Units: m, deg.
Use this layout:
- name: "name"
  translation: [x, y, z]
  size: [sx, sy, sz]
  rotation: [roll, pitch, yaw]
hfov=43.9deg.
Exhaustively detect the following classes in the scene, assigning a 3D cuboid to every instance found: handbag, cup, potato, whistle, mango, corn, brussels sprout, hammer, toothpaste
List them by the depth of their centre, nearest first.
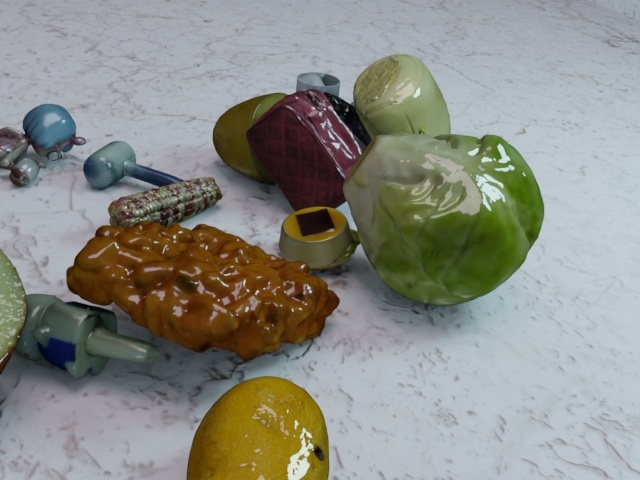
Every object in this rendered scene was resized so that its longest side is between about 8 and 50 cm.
- name: "mango"
  translation: [-0.073, 0.253, 0.858]
  size: [0.157, 0.109, 0.262]
  rotation: [21, 36, 5]
- name: "whistle"
  translation: [-0.324, 0.125, 1.033]
  size: [0.244, 0.092, 0.110]
  rotation: [12, -1, 17]
- name: "brussels sprout"
  translation: [0.189, -0.037, 1.244]
  size: [0.317, 0.273, 0.242]
  rotation: [8, -12, -2]
- name: "corn"
  translation: [-0.267, -0.064, 1.391]
  size: [0.079, 0.079, 0.237]
  rotation: [27, 35, 31]
- name: "handbag"
  translation: [-0.019, -0.163, 1.482]
  size: [0.225, 0.146, 0.135]
  rotation: [54, 37, -4]
- name: "hammer"
  translation: [-0.342, -0.126, 1.499]
  size: [0.194, 0.069, 0.116]
  rotation: [19, 31, 10]
- name: "potato"
  translation: [-0.138, -0.209, 1.604]
  size: [0.158, 0.178, 0.203]
  rotation: [6, 46, 35]
- name: "handbag"
  translation: [0.011, -0.246, 1.714]
  size: [0.072, 0.139, 0.115]
  rotation: [32, 10, -20]
- name: "toothpaste"
  translation: [0.096, -0.245, 1.756]
  size: [0.099, 0.068, 0.282]
  rotation: [33, 20, -22]
- name: "cup"
  translation: [-0.025, -0.306, 1.802]
  size: [0.136, 0.133, 0.099]
  rotation: [-13, 36, -31]

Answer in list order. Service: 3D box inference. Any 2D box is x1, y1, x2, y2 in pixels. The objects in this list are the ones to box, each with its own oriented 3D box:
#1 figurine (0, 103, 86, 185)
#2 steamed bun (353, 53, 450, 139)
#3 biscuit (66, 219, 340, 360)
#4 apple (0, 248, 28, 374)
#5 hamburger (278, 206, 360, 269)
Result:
- name: "figurine"
  translation: [-0.582, -0.180, 1.502]
  size: [0.260, 0.103, 0.205]
  rotation: [-19, 36, -22]
- name: "steamed bun"
  translation: [0.186, -0.266, 1.660]
  size: [0.166, 0.232, 0.273]
  rotation: [-31, 27, 17]
- name: "biscuit"
  translation: [-0.159, 0.058, 1.104]
  size: [0.312, 0.110, 0.318]
  rotation: [22, 11, 20]
- name: "apple"
  translation: [-0.486, 0.108, 0.928]
  size: [0.254, 0.179, 0.346]
  rotation: [-36, 53, 3]
- name: "hamburger"
  translation: [0.000, 0.000, 1.335]
  size: [0.141, 0.081, 0.126]
  rotation: [-21, 36, -20]
